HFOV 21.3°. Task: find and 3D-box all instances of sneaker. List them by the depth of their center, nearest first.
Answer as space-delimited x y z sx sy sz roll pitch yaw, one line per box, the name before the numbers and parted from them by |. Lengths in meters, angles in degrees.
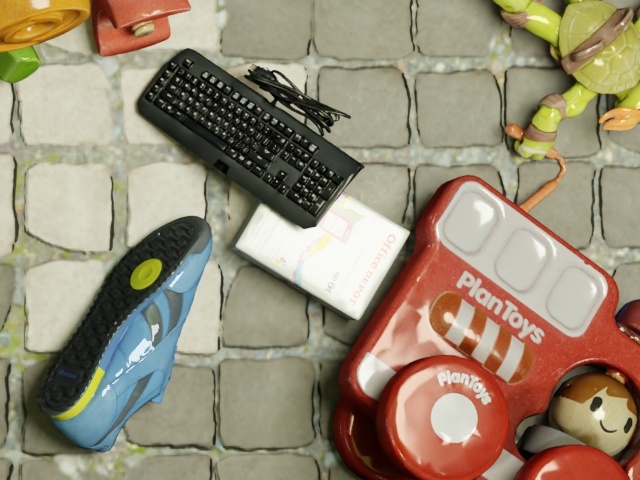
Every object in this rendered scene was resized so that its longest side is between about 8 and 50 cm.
sneaker | -0.145 0.077 1.395 0.082 0.069 0.209 44 72 -38

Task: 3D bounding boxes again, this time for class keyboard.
keyboard | -0.055 -0.099 1.385 0.192 0.038 0.100 35 80 16

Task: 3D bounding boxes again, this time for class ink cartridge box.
ink cartridge box | 0.000 0.000 1.417 0.122 0.052 0.088 31 83 -7

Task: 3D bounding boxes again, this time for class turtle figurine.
turtle figurine | 0.212 -0.164 1.434 0.269 0.087 0.217 -43 95 -7

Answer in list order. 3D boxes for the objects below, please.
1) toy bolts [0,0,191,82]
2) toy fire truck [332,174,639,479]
toy bolts | -0.220 -0.228 1.329 0.228 0.218 0.158 -17 85 -26
toy fire truck | 0.171 0.122 1.387 0.302 0.169 0.254 35 75 -7
